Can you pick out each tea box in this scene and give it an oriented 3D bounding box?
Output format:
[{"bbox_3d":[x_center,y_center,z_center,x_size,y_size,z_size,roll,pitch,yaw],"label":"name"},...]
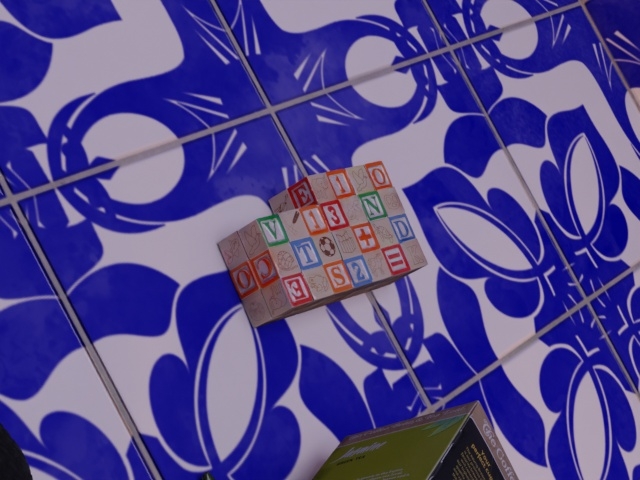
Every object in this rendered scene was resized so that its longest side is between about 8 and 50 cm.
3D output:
[{"bbox_3d":[0.124,0.427,1.661,0.329,0.220,0.323,63,34,-10],"label":"tea box"}]

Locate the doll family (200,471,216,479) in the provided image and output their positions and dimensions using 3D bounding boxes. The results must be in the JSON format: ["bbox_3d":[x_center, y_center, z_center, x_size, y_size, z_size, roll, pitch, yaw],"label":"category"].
[{"bbox_3d":[-0.095,0.366,1.655,0.111,0.076,0.193,-8,78,-51],"label":"doll family"}]

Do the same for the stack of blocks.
[{"bbox_3d":[0.000,0.000,1.938,0.297,0.087,0.171,-16,79,-47],"label":"stack of blocks"}]

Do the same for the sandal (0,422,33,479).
[{"bbox_3d":[-0.352,0.291,1.326,0.167,0.107,0.446,39,12,-38],"label":"sandal"}]
